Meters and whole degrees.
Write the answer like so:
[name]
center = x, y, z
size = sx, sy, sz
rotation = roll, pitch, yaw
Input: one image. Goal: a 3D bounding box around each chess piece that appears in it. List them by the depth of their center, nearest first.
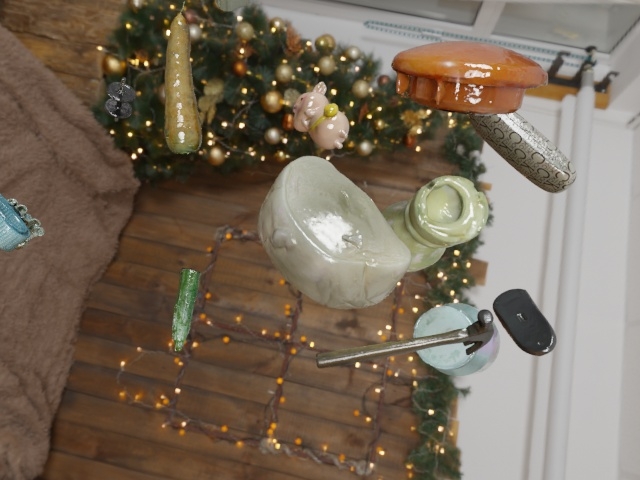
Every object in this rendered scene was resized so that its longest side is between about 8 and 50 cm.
[chess piece]
center = 0.296, -0.042, 1.392
size = 0.442, 0.234, 0.234
rotation = 124, -20, -77

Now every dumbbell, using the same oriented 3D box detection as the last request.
[dumbbell]
center = -0.517, -0.361, 1.278
size = 0.147, 0.069, 0.069
rotation = -52, -163, 47

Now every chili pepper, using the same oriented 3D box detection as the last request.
[chili pepper]
center = -0.375, 0.192, 1.365
size = 0.088, 0.059, 0.226
rotation = 150, -51, -61

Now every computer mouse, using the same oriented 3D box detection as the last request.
[computer mouse]
center = 0.710, 0.291, 1.718
size = 0.086, 0.138, 0.269
rotation = 53, 11, -46

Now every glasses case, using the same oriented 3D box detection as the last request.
[glasses case]
center = 0.572, -0.272, 1.419
size = 0.085, 0.354, 0.137
rotation = -42, 170, -10

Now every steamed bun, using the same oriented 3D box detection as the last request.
[steamed bun]
center = 0.000, 0.004, 1.159
size = 0.236, 0.383, 0.247
rotation = -32, 164, -34

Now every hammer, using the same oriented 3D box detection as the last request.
[hammer]
center = 0.205, 0.260, 1.235
size = 0.168, 0.440, 0.044
rotation = 73, 8, -52

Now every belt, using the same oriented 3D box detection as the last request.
[belt]
center = -0.557, -0.065, 0.832
size = 0.065, 0.179, 0.100
rotation = -35, -169, -4

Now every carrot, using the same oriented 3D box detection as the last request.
[carrot]
center = -0.282, -0.326, 1.004
size = 0.078, 0.078, 0.297
rotation = -60, 152, -77

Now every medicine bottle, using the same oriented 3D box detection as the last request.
[medicine bottle]
center = 0.441, 0.324, 1.629
size = 0.290, 0.245, 0.244
rotation = 21, 80, -58

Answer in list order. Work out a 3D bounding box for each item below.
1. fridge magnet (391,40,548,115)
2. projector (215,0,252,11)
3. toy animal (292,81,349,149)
[fridge magnet]
center = 0.349, -0.393, 1.187
size = 0.363, 0.364, 0.155
rotation = -69, 165, -66
[projector]
center = -0.199, -0.575, 1.101
size = 0.083, 0.083, 0.082
rotation = 59, -17, 10
[toy animal]
center = 0.004, -0.403, 1.659
size = 0.149, 0.248, 0.165
rotation = 5, 132, -48
